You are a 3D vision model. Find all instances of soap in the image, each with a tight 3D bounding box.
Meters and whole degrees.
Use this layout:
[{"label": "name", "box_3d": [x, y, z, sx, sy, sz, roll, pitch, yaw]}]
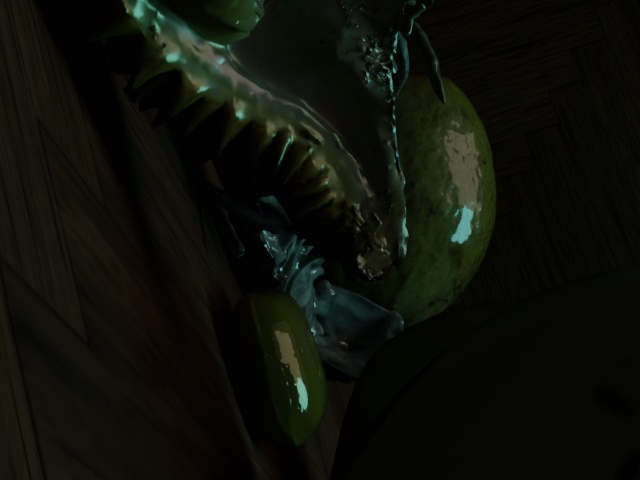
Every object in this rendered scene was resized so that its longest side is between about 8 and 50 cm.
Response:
[{"label": "soap", "box_3d": [-0.023, 0.069, 0.840, 0.140, 0.045, 0.089, -52, 120, -88]}]

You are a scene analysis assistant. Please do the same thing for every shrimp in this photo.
[{"label": "shrimp", "box_3d": [-0.006, -0.055, 0.936, 0.411, 0.166, 0.221, 99, 16, -50]}]

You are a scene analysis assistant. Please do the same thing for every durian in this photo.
[{"label": "durian", "box_3d": [-0.031, -0.128, 0.617, 0.172, 0.166, 0.306, -97, 179, -70]}]

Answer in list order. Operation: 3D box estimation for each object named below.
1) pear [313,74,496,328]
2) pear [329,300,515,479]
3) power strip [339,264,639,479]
[{"label": "pear", "box_3d": [0.036, -0.026, 1.204, 0.228, 0.188, 0.211, -21, -130, 56]}, {"label": "pear", "box_3d": [0.126, 0.189, 0.932, 0.269, 0.269, 0.321, 70, 7, -56]}, {"label": "power strip", "box_3d": [0.167, 0.171, 0.676, 0.161, 0.357, 0.358, 34, 38, -84]}]
